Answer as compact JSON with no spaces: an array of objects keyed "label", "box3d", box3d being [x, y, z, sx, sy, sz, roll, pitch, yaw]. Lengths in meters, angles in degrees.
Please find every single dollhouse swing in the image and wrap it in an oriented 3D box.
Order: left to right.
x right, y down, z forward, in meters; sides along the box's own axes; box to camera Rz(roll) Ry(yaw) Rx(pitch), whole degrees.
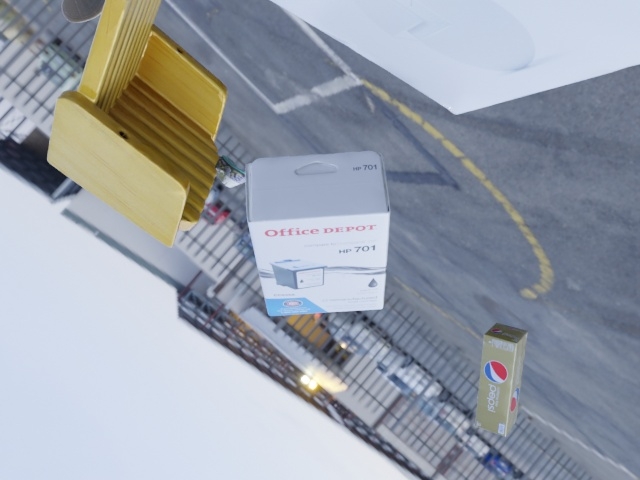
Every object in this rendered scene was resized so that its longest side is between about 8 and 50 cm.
[{"label":"dollhouse swing","box3d":[-0.222,-0.253,1.033,0.315,0.305,0.347,38,-150,-21]}]

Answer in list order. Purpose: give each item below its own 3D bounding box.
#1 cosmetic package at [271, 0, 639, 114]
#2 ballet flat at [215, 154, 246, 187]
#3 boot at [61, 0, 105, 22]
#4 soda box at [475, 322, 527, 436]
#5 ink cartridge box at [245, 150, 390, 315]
[{"label":"cosmetic package","box3d":[0.073,-0.197,0.365,0.224,0.138,0.224,24,173,-21]},{"label":"ballet flat","box3d":[-0.147,-0.108,1.074,0.041,0.041,0.114,45,178,-31]},{"label":"boot","box3d":[-0.475,-0.567,1.510,0.077,0.213,0.165,64,-160,-11]},{"label":"soda box","box3d":[0.312,0.239,1.127,0.058,0.182,0.061,13,-158,32]},{"label":"ink cartridge box","box3d":[0.000,0.000,0.702,0.191,0.139,0.082,85,-179,-57]}]
